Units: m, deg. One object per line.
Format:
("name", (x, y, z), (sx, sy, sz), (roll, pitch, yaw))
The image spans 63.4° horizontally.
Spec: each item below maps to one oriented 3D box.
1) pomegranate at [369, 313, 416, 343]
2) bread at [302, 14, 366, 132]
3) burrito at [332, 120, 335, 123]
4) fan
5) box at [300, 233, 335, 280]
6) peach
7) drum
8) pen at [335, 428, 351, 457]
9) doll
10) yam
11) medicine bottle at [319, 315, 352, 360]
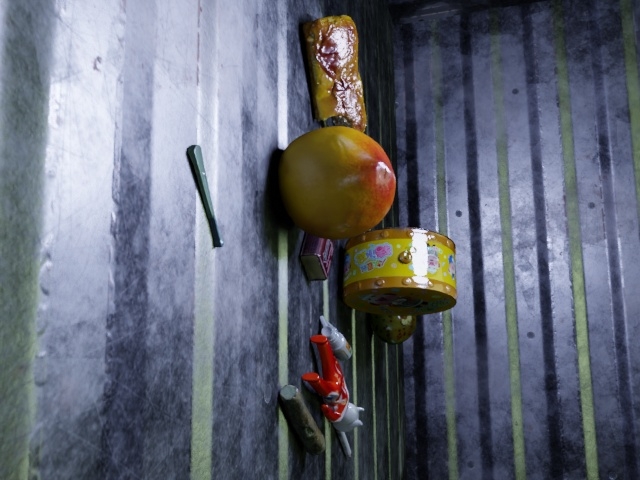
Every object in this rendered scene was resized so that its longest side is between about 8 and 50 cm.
("pomegranate", (0.333, 0.376, 2.387), (0.286, 0.230, 0.231), (82, 13, -59))
("bread", (0.048, -0.497, 1.622), (0.185, 0.109, 0.381), (-27, 119, -34))
("burrito", (0.063, -0.509, 1.805), (0.229, 0.089, 0.144), (47, 46, -62))
("fan", (-0.201, -0.077, 0.928), (0.038, 0.016, 0.193), (-64, 147, -63))
("box", (0.000, 0.000, 1.528), (0.224, 0.068, 0.120), (-75, 156, -44))
("peach", (0.049, -0.135, 1.300), (0.289, 0.307, 0.289), (-35, 131, -54))
("drum", (0.285, 0.127, 1.881), (0.431, 0.430, 0.214), (54, 36, -62))
("pen", (0.081, 0.687, 1.767), (0.026, 0.026, 0.218), (-75, 156, -47))
("doll", (0.040, 0.456, 1.560), (0.188, 0.098, 0.384), (-74, 149, -46))
("yam", (-0.044, 0.457, 1.308), (0.061, 0.061, 0.274), (-76, 156, -45))
("medicine bottle", (0.045, 0.313, 1.661), (0.221, 0.061, 0.092), (61, 6, -57))
